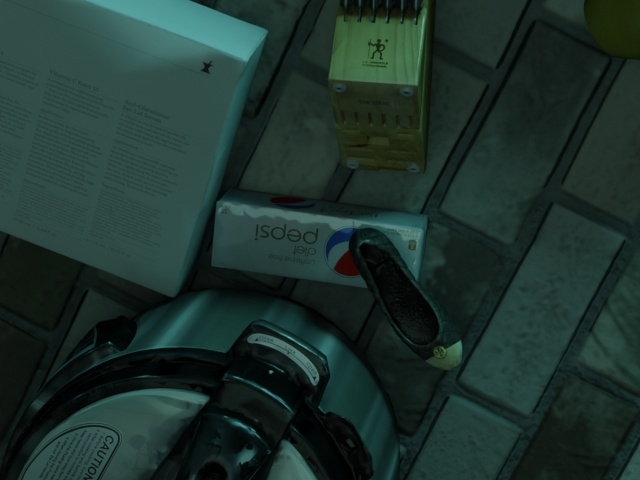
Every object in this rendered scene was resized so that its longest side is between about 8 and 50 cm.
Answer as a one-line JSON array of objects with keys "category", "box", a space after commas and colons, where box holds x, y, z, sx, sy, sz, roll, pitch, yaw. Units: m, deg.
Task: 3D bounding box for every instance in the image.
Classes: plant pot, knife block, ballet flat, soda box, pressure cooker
[{"category": "plant pot", "box": [0.313, -0.229, 1.691, 0.095, 0.134, 0.134, -27, 98, 37]}, {"category": "knife block", "box": [0.069, -0.226, 1.727, 0.088, 0.276, 0.242, 5, 66, 8]}, {"category": "ballet flat", "box": [0.082, 0.063, 1.747, 0.057, 0.049, 0.173, -35, 98, 17]}, {"category": "soda box", "box": [0.000, 0.000, 1.806, 0.216, 0.069, 0.074, 8, 105, 7]}, {"category": "pressure cooker", "box": [-0.113, 0.253, 1.697, 0.375, 0.420, 0.370, -13, 101, 11]}]

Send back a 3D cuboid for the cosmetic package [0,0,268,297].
[{"category": "cosmetic package", "box": [-0.273, -0.141, 1.770, 0.377, 0.097, 0.284, 21, 122, 3]}]
